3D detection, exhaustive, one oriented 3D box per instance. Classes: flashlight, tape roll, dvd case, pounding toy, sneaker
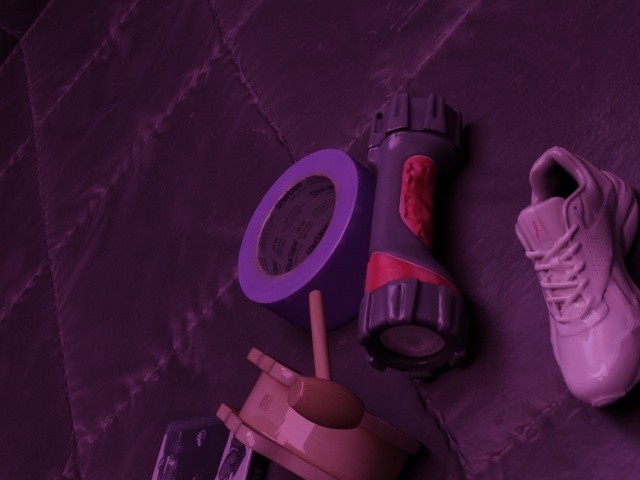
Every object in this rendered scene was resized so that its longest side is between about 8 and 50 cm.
[{"bbox_3d":[0.099,-0.017,1.090,0.103,0.103,0.304,-33,35,41],"label":"flashlight"},{"bbox_3d":[0.000,0.000,1.215,0.189,0.080,0.189,-34,39,34],"label":"tape roll"},{"bbox_3d":[-0.135,0.298,1.188,0.179,0.030,0.238,-19,49,45],"label":"dvd case"},{"bbox_3d":[0.017,0.146,1.021,0.154,0.154,0.269,-61,13,-6],"label":"pounding toy"},{"bbox_3d":[0.198,0.023,0.891,0.090,0.115,0.232,-32,40,35],"label":"sneaker"}]
